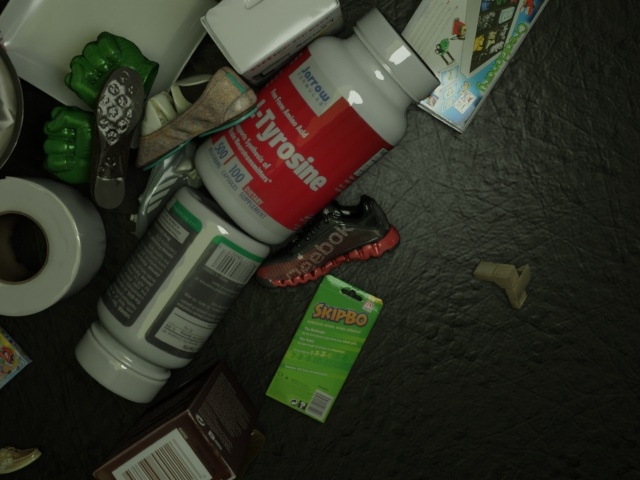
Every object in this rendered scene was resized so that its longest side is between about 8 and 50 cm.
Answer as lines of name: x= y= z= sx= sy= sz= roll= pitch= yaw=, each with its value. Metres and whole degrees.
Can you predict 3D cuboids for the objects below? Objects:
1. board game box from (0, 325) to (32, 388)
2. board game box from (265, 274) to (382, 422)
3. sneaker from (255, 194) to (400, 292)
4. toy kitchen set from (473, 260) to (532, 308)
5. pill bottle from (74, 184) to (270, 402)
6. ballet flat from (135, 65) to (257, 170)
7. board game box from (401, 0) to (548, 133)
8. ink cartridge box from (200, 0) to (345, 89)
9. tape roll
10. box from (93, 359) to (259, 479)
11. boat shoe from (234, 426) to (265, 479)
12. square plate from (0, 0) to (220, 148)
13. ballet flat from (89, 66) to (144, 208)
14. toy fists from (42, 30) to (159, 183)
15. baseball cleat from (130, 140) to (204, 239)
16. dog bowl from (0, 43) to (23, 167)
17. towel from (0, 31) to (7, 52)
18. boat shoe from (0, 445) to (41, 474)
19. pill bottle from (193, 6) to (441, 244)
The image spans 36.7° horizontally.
board game box: x=-0.644 y=0.210 z=1.850 sx=0.103 sy=0.026 sz=0.154 roll=-42 pitch=91 yaw=5
board game box: x=0.009 y=0.201 z=1.815 sx=0.124 sy=0.039 sz=0.259 roll=26 pitch=98 yaw=0
sneaker: x=0.000 y=0.000 z=1.756 sx=0.276 sy=0.097 sz=0.135 roll=-21 pitch=112 yaw=2
toy kitchen set: x=0.343 y=0.070 z=1.795 sx=0.068 sy=0.075 sz=0.083 roll=-52 pitch=130 yaw=-30
pill bottle: x=-0.271 y=0.099 z=1.735 sx=0.204 sy=0.204 sz=0.361 roll=37 pitch=95 yaw=0
ballet flat: x=-0.233 y=-0.216 z=1.644 sx=0.316 sy=0.107 sz=0.106 roll=-21 pitch=111 yaw=40
board game box: x=0.258 y=-0.372 z=1.750 sx=0.193 sy=0.053 sz=0.305 roll=33 pitch=95 yaw=1
ink cartridge box: x=-0.072 y=-0.370 z=1.653 sx=0.201 sy=0.278 sz=0.117 roll=-34 pitch=91 yaw=5
tape roll: x=-0.532 y=0.007 z=1.758 sx=0.246 sy=0.169 sz=0.246 roll=0 pitch=94 yaw=3
box: x=-0.234 y=0.345 z=1.664 sx=0.191 sy=0.381 sz=0.143 roll=-34 pitch=94 yaw=5
boat shoe: x=-0.164 y=0.417 z=1.832 sx=0.152 sy=0.049 sz=0.056 roll=-45 pitch=110 yaw=1
square plate: x=-0.393 y=-0.402 z=1.781 sx=0.344 sy=0.049 sz=0.347 roll=32 pitch=95 yaw=-1
ballet flat: x=-0.358 y=-0.178 z=1.675 sx=0.084 sy=0.058 sz=0.249 roll=5 pitch=100 yaw=-24
toy fists: x=-0.407 y=-0.233 z=1.724 sx=0.142 sy=0.096 sz=0.279 roll=25 pitch=99 yaw=-1
baseball cleat: x=-0.277 y=-0.089 z=1.788 sx=0.110 sy=0.072 sz=0.205 roll=17 pitch=96 yaw=2
dog bowl: x=-0.695 y=-0.237 z=1.664 sx=0.349 sy=0.102 sz=0.348 roll=-2 pitch=95 yaw=-18
towel: x=-0.666 y=-0.397 z=1.775 sx=0.144 sy=0.029 sz=0.197 roll=-24 pitch=81 yaw=13
boat shoe: x=-0.604 y=0.420 z=1.852 sx=0.135 sy=0.050 sz=0.045 roll=-19 pitch=99 yaw=4
pill bottle: x=-0.002 y=-0.199 z=1.664 sx=0.408 sy=0.229 sz=0.229 roll=-41 pitch=91 yaw=13
